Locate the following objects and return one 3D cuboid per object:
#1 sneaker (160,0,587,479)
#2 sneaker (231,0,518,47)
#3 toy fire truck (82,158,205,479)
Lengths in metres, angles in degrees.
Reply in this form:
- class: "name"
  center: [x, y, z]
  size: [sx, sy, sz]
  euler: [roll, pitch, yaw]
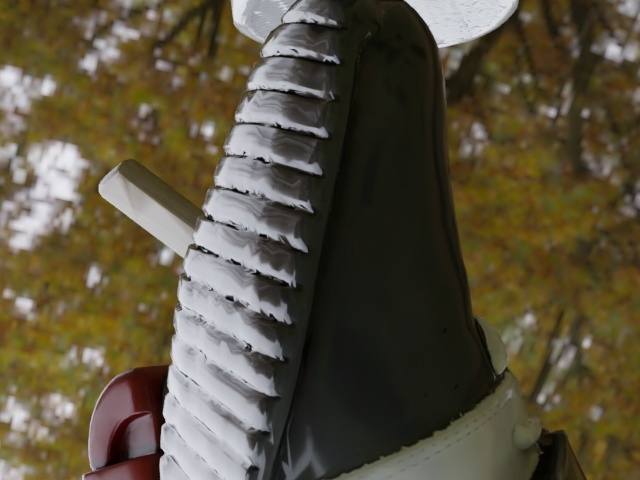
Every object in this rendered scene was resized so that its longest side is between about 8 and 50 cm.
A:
- class: "sneaker"
  center: [0.031, 0.095, 0.519]
  size: [0.146, 0.330, 0.122]
  euler: [1, -171, -15]
- class: "sneaker"
  center: [0.008, -0.166, 0.626]
  size: [0.108, 0.169, 0.292]
  euler: [-5, 171, 5]
- class: "toy fire truck"
  center: [-0.069, 0.085, 1.115]
  size: [0.158, 0.217, 0.246]
  euler: [-1, -104, -44]
